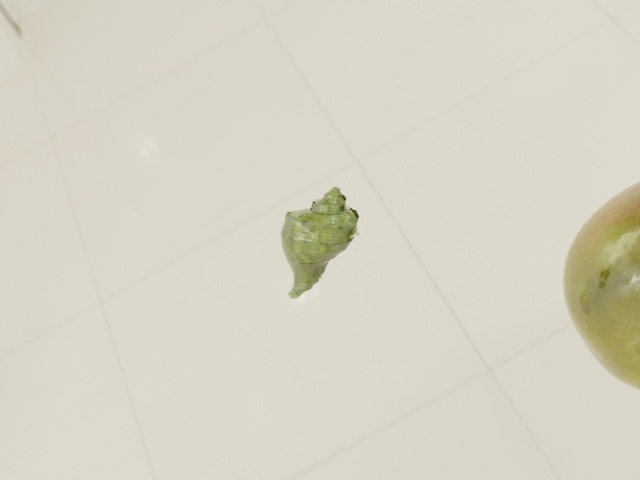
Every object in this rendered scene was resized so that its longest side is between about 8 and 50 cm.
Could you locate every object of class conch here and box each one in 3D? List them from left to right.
[{"bbox_3d":[0.000,0.000,1.036,0.074,0.121,0.089,27,25,22],"label":"conch"}]

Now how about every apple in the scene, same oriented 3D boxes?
[{"bbox_3d":[0.375,0.046,1.067,0.261,0.261,0.194,0,37,25],"label":"apple"}]
